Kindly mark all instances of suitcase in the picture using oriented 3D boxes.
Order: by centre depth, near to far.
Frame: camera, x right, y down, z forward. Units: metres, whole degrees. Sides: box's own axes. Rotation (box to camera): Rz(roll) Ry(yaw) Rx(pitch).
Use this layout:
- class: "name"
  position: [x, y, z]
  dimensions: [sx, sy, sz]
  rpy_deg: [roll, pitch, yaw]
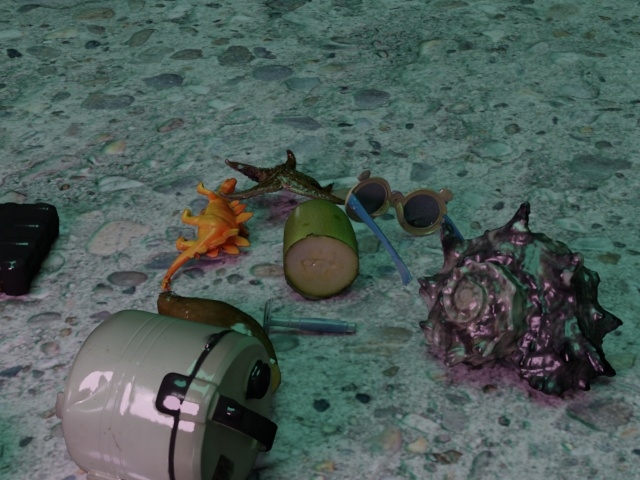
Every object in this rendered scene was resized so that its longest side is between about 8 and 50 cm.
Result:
- class: "suitcase"
  position: [-0.577, 0.008, 1.853]
  dimensions: [0.285, 0.066, 0.206]
  rpy_deg: [2, 32, 5]

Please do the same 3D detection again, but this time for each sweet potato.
- class: "sweet potato"
  position: [-0.136, 0.133, 1.607]
  dimensions: [0.112, 0.085, 0.286]
  rpy_deg: [6, 22, -40]

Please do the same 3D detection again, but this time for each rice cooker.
- class: "rice cooker"
  position: [-0.172, 0.204, 1.399]
  dimensions: [0.244, 0.226, 0.226]
  rpy_deg: [8, 34, 18]

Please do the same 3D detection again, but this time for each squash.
- class: "squash"
  position: [0.000, 0.000, 1.796]
  dimensions: [0.123, 0.123, 0.187]
  rpy_deg: [-2, 28, 0]

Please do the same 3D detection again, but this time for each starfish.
- class: "starfish"
  position: [-0.064, -0.098, 1.949]
  dimensions: [0.213, 0.057, 0.238]
  rpy_deg: [26, 24, 33]

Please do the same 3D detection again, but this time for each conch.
- class: "conch"
  position: [0.264, 0.096, 1.589]
  dimensions: [0.313, 0.186, 0.241]
  rpy_deg: [35, 73, 19]

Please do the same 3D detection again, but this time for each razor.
- class: "razor"
  position: [-0.016, 0.120, 1.682]
  dimensions: [0.135, 0.040, 0.068]
  rpy_deg: [4, 33, -1]

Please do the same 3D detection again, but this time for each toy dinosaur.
- class: "toy dinosaur"
  position: [-0.166, -0.014, 1.871]
  dimensions: [0.117, 0.070, 0.288]
  rpy_deg: [6, 38, 12]

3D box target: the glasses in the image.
- class: "glasses"
  position: [0.138, 0.008, 1.804]
  dimensions: [0.189, 0.088, 0.221]
  rpy_deg: [12, 45, -29]
